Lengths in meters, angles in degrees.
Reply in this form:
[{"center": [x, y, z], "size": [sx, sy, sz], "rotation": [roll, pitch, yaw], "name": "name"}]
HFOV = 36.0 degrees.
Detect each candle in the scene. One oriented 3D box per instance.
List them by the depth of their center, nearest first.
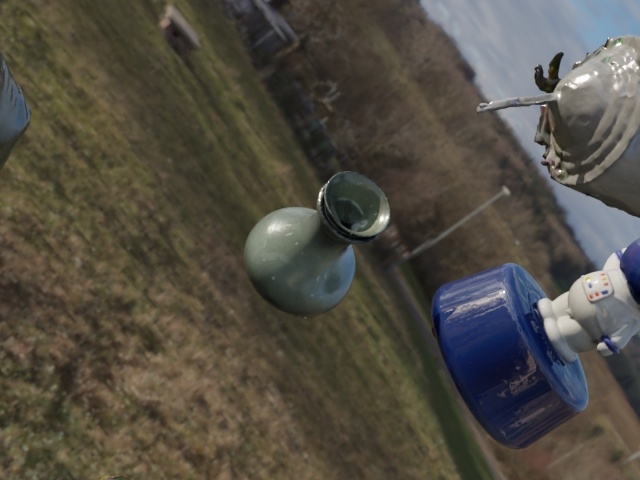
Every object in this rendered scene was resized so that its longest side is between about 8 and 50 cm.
[{"center": [0.337, -0.123, 1.081], "size": [0.330, 0.187, 0.187], "rotation": [20, 24, -20], "name": "candle"}]

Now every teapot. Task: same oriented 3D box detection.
[{"center": [0.000, 0.000, 1.483], "size": [0.183, 0.251, 0.183], "rotation": [13, 58, -22], "name": "teapot"}]

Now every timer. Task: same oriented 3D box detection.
[{"center": [0.383, 0.108, 1.423], "size": [0.270, 0.383, 0.270], "rotation": [48, 24, -29], "name": "timer"}]

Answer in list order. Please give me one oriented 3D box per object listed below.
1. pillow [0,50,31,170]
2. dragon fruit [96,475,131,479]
[{"center": [-0.347, -0.127, 0.925], "size": [0.075, 0.185, 0.302], "rotation": [22, -21, 4], "name": "pillow"}, {"center": [-0.335, 0.500, 1.590], "size": [0.268, 0.130, 0.295], "rotation": [45, 27, -41], "name": "dragon fruit"}]
